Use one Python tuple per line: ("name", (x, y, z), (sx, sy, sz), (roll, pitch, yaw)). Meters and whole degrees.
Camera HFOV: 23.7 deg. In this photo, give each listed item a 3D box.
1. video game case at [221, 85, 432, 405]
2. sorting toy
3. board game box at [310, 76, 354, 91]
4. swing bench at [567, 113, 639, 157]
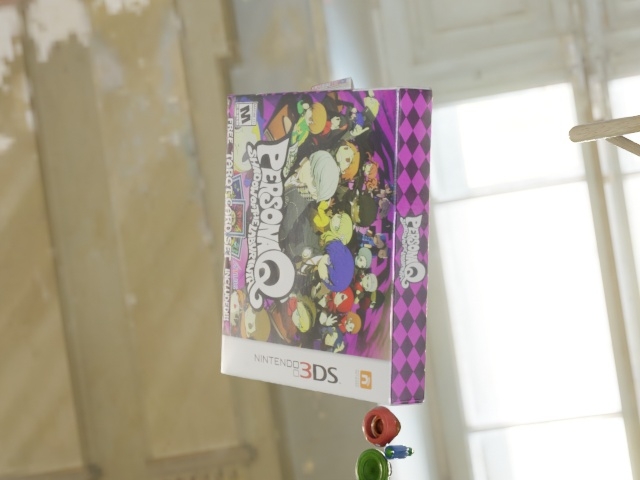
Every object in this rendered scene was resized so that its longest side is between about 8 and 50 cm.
("video game case", (0.000, 0.000, 1.171), (0.042, 0.232, 0.210), (0, -177, -40))
("sorting toy", (0.079, 0.248, 1.808), (0.042, 0.102, 0.061), (7, 180, -44))
("board game box", (0.026, -0.065, 1.445), (0.045, 0.147, 0.193), (-13, -166, 5))
("swing bench", (0.405, -0.221, 1.570), (0.165, 0.253, 0.254), (21, 157, -26))
